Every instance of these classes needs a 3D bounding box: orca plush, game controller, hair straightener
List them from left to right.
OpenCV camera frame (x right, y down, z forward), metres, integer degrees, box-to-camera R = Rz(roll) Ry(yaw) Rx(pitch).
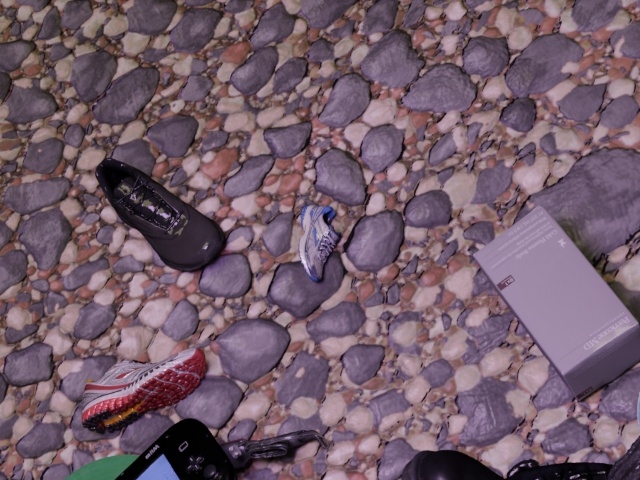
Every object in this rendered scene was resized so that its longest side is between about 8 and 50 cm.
[{"bbox_3d":[-0.258,0.397,1.815,0.319,0.067,0.166,-43,53,0],"label":"game controller"},{"bbox_3d":[-0.099,0.312,1.863,0.230,0.089,0.047,-11,87,17],"label":"hair straightener"},{"bbox_3d":[0.298,0.337,1.623,0.287,0.102,0.151,-5,62,26],"label":"orca plush"}]

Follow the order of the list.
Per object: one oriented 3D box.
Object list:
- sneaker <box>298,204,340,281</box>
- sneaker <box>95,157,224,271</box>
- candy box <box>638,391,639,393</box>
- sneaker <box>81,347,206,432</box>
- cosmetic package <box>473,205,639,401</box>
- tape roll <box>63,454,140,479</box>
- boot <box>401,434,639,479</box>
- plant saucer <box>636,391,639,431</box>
[{"bbox_3d":[0.000,0.000,2.002,0.058,0.052,0.135,-11,60,18],"label":"sneaker"},{"bbox_3d":[-0.278,-0.046,2.127,0.286,0.130,0.109,30,78,35],"label":"sneaker"},{"bbox_3d":[0.529,0.188,1.602,0.196,0.070,0.165,-43,53,0],"label":"candy box"},{"bbox_3d":[-0.283,0.216,2.010,0.225,0.088,0.092,-24,54,14],"label":"sneaker"},{"bbox_3d":[0.327,0.085,1.748,0.127,0.107,0.238,-37,50,2],"label":"cosmetic package"},{"bbox_3d":[-0.296,0.478,1.879,0.321,0.077,0.321,-13,58,22],"label":"tape roll"},{"bbox_3d":[0.294,0.307,1.507,0.348,0.131,0.260,37,120,2],"label":"boot"},{"bbox_3d":[0.482,0.207,1.547,0.195,0.037,0.195,-12,60,22],"label":"plant saucer"}]
